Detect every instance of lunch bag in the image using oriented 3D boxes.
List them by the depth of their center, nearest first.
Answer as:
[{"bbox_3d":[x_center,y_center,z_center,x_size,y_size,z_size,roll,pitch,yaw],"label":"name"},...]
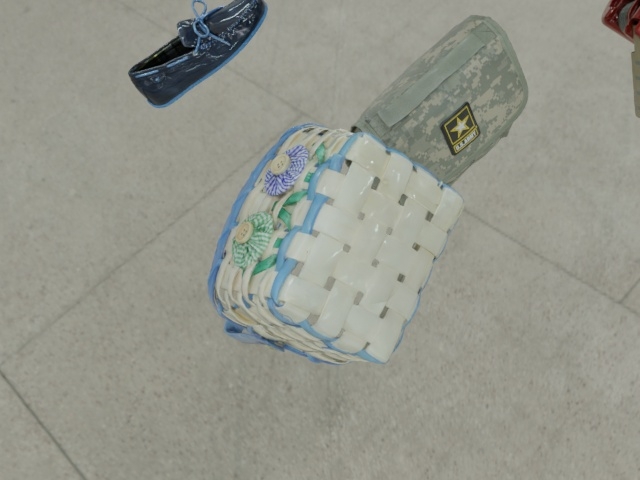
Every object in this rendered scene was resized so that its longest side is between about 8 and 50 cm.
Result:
[{"bbox_3d":[0.163,-0.172,1.077,0.235,0.287,0.169,-41,79,-3],"label":"lunch bag"}]

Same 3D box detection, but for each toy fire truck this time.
[{"bbox_3d":[0.511,-0.329,1.147,0.158,0.217,0.246,33,102,-1],"label":"toy fire truck"}]

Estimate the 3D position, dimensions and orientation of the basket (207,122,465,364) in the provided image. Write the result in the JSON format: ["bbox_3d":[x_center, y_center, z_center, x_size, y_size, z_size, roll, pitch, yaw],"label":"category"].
[{"bbox_3d":[0.000,0.000,0.776,0.201,0.289,0.254,29,78,-15],"label":"basket"}]

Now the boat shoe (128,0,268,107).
[{"bbox_3d":[-0.201,-0.315,1.193,0.258,0.089,0.109,-39,38,11],"label":"boat shoe"}]
